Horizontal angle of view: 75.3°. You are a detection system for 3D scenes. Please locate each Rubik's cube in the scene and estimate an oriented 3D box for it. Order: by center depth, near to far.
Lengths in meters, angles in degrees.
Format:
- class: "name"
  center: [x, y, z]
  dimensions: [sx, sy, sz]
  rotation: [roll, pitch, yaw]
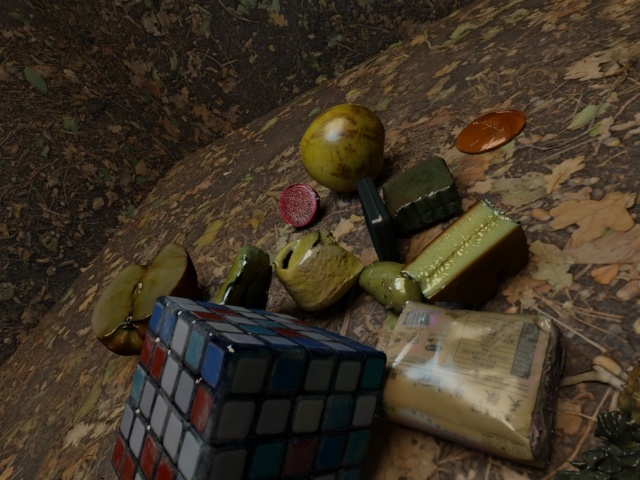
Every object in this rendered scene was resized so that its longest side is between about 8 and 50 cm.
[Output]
- class: "Rubik's cube"
  center: [-0.113, 0.266, 0.647]
  dimensions: [0.293, 0.287, 0.291]
  rotation: [12, 86, 51]

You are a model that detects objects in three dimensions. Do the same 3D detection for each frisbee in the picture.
- class: "frisbee"
  center: [0.474, -0.317, 1.172]
  dimensions: [0.192, 0.035, 0.192]
  rotation: [-26, 33, 18]

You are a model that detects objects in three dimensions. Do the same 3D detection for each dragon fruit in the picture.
- class: "dragon fruit"
  center: [-0.049, -0.119, 1.396]
  dimensions: [0.153, 0.153, 0.111]
  rotation: [-21, -6, 26]

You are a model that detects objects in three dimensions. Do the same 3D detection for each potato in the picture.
- class: "potato"
  center: [0.153, 0.098, 0.896]
  dimensions: [0.188, 0.085, 0.105]
  rotation: [16, 81, 58]

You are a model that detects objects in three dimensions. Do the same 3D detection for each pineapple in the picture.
- class: "pineapple"
  center: [0.364, 0.230, 0.468]
  dimensions: [0.248, 0.128, 0.128]
  rotation: [-44, 30, 0]

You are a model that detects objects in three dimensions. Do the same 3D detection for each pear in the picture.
- class: "pear"
  center: [0.074, -0.290, 1.321]
  dimensions: [0.281, 0.280, 0.280]
  rotation: [-26, 32, 18]

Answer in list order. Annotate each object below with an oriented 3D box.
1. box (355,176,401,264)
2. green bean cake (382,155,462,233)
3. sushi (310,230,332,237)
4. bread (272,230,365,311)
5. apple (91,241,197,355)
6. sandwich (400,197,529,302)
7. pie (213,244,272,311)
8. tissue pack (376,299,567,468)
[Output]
- class: "box"
  center: [0.140, -0.045, 1.026]
  dimensions: [0.050, 0.160, 0.230]
  rotation: [-17, 33, 4]
- class: "green bean cake"
  center: [0.257, -0.112, 1.058]
  dimensions: [0.181, 0.094, 0.173]
  rotation: [-26, 32, 18]
- class: "sushi"
  center: [0.000, 0.000, 1.240]
  dimensions: [0.083, 0.044, 0.046]
  rotation: [-5, 64, 45]
- class: "bread"
  center: [-0.003, 0.071, 1.002]
  dimensions: [0.197, 0.170, 0.197]
  rotation: [-35, 19, 14]
- class: "apple"
  center: [-0.554, 0.184, 1.320]
  dimensions: [0.365, 0.295, 0.328]
  rotation: [-106, 35, -54]
- class: "sandwich"
  center: [0.272, 0.042, 0.792]
  dimensions: [0.236, 0.128, 0.122]
  rotation: [-36, 36, -11]
- class: "pie"
  center: [-0.185, 0.159, 0.948]
  dimensions: [0.078, 0.371, 0.296]
  rotation: [15, 74, 4]
- class: "tissue pack"
  center: [0.220, 0.200, 0.645]
  dimensions: [0.257, 0.123, 0.215]
  rotation: [-4, 46, 45]
